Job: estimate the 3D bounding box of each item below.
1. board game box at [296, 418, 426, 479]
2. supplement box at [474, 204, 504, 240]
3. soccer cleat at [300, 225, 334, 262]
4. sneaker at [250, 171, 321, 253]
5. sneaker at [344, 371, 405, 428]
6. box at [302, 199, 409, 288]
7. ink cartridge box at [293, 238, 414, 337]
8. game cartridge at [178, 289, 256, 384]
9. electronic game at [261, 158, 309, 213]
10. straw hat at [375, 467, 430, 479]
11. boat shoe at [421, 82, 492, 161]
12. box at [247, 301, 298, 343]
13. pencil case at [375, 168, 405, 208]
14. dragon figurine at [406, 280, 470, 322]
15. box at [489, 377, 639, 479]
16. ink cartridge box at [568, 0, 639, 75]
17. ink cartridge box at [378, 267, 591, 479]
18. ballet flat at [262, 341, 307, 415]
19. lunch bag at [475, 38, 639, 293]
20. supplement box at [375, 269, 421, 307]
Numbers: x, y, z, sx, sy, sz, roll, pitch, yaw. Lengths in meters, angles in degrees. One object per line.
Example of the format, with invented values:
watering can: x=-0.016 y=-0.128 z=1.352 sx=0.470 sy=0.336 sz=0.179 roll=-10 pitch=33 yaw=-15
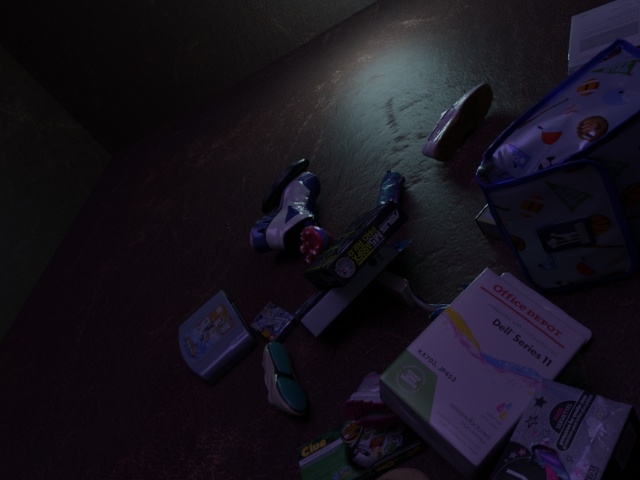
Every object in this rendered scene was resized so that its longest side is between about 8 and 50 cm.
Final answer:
board game box: x=0.073 y=0.411 z=1.200 sx=0.260 sy=0.030 sz=0.136 roll=-32 pitch=35 yaw=11
supplement box: x=0.418 y=-0.051 z=1.391 sx=0.083 sy=0.056 sz=0.083 roll=-48 pitch=33 yaw=-13
soccer cleat: x=0.000 y=0.000 z=1.639 sx=0.095 sy=0.083 sz=0.248 roll=-31 pitch=-9 yaw=-12
sneaker: x=-0.054 y=-0.065 z=1.848 sx=0.182 sy=0.127 sz=0.315 roll=9 pitch=48 yaw=33
sneaker: x=0.177 y=0.290 z=1.141 sx=0.253 sy=0.102 sz=0.111 roll=3 pitch=37 yaw=18
box: x=0.075 y=0.017 z=1.424 sx=0.216 sy=0.060 sz=0.270 roll=-46 pitch=5 yaw=-14
ink cartridge box: x=0.075 y=0.094 z=1.497 sx=0.333 sy=0.065 sz=0.165 roll=-44 pitch=4 yaw=-9
game cartridge: x=-0.307 y=0.274 z=1.733 sx=0.198 sy=0.062 sz=0.297 roll=-39 pitch=32 yaw=-6
electronic game: x=-0.115 y=-0.178 z=2.003 sx=0.229 sy=0.048 sz=0.229 roll=-50 pitch=-3 yaw=-4
straw hat: x=0.123 y=0.451 z=1.069 sx=0.145 sy=0.061 sz=0.144 roll=-27 pitch=34 yaw=20
boat shoe: x=0.386 y=-0.347 z=1.749 sx=0.277 sy=0.098 sz=0.096 roll=-49 pitch=34 yaw=-12
box: x=-0.127 y=0.225 z=1.632 sx=0.094 sy=0.027 sz=0.137 roll=-47 pitch=33 yaw=-14
pencil case: x=0.197 y=-0.128 z=1.703 sx=0.070 sy=0.065 sz=0.151 roll=-33 pitch=29 yaw=41
dragon figurine: x=0.302 y=0.148 z=1.234 sx=0.144 sy=0.085 sz=0.289 roll=-39 pitch=37 yaw=-2
box: x=0.347 y=0.352 z=0.867 sx=0.142 sy=0.163 sz=0.247 roll=9 pitch=56 yaw=48
ink cartridge box: x=0.782 y=-0.482 z=1.484 sx=0.310 sy=0.130 sz=0.271 roll=-11 pitch=44 yaw=38
ink cartridge box: x=0.291 y=0.194 z=1.029 sx=0.353 sy=0.119 sz=0.207 roll=-42 pitch=61 yaw=-18
ballet flat: x=-0.093 y=0.340 z=1.424 sx=0.086 sy=0.086 sz=0.248 roll=-36 pitch=31 yaw=6
lunch bag: x=0.505 y=-0.109 z=1.126 sx=0.386 sy=0.327 sz=0.239 roll=-36 pitch=34 yaw=3
supplement box: x=0.181 y=0.113 z=1.425 sx=0.036 sy=0.062 sz=0.098 roll=-47 pitch=32 yaw=-13
